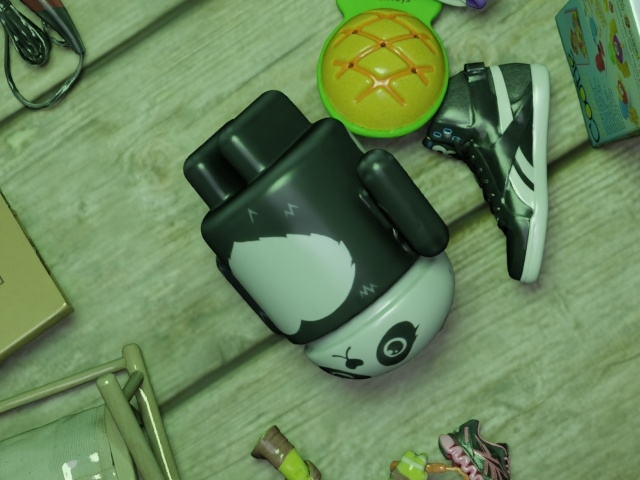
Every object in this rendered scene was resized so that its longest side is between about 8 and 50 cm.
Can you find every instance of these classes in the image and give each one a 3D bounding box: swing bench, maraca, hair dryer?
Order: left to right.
[{"bbox_3d":[-0.322,-0.297,1.166,0.224,0.080,0.293,16,97,-14],"label":"hair dryer"},{"bbox_3d":[-0.257,0.268,1.116,0.253,0.165,0.254,-20,95,1],"label":"swing bench"},{"bbox_3d":[0.062,-0.180,1.134,0.127,0.099,0.185,5,65,1],"label":"maraca"}]

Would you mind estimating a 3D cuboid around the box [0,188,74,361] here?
[{"bbox_3d":[-0.366,0.061,1.153,0.201,0.021,0.164,-35,72,-2],"label":"box"}]

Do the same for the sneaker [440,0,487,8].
[{"bbox_3d":[0.191,-0.299,1.117,0.282,0.102,0.161,-4,79,12],"label":"sneaker"}]

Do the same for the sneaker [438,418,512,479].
[{"bbox_3d":[0.171,0.227,1.153,0.057,0.047,0.119,-36,75,-14],"label":"sneaker"}]

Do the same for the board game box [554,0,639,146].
[{"bbox_3d":[0.316,-0.178,1.034,0.142,0.275,0.144,-16,90,1],"label":"board game box"}]

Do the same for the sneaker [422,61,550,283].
[{"bbox_3d":[0.159,-0.067,1.145,0.121,0.079,0.216,2,82,5],"label":"sneaker"}]

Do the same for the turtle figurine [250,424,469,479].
[{"bbox_3d":[0.003,0.296,1.140,0.217,0.087,0.269,33,100,6],"label":"turtle figurine"}]

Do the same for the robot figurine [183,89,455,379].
[{"bbox_3d":[0.000,0.001,1.086,0.173,0.209,0.278,-41,99,-6],"label":"robot figurine"}]
